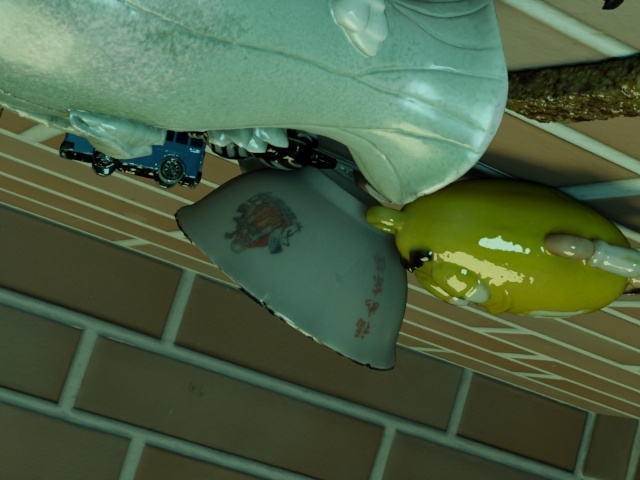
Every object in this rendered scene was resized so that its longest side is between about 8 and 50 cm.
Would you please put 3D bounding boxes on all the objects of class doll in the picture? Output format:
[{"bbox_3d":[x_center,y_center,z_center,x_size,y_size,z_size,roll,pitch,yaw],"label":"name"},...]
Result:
[{"bbox_3d":[-0.073,-0.125,1.565,0.219,0.067,0.091,16,175,39],"label":"doll"},{"bbox_3d":[0.296,0.025,1.550,0.423,0.161,0.348,6,171,21],"label":"doll"}]

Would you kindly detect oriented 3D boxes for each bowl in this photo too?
[{"bbox_3d":[0.000,0.000,1.611,0.345,0.157,0.345,35,-171,-6],"label":"bowl"}]

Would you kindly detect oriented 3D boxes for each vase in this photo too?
[{"bbox_3d":[-0.076,-0.168,0.903,0.445,0.249,0.250,18,170,-31],"label":"vase"}]

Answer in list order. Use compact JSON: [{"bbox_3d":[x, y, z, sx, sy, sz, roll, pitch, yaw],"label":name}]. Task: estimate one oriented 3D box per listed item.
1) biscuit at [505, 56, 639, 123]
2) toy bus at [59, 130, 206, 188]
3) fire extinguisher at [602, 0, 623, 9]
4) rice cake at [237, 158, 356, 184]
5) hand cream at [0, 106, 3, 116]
[{"bbox_3d":[0.240,-0.130,1.114,0.064,0.034,0.199,22,169,-33],"label":"biscuit"},{"bbox_3d":[-0.243,-0.132,1.674,0.185,0.106,0.090,13,174,-11],"label":"toy bus"},{"bbox_3d":[0.091,-0.215,0.640,0.341,0.141,0.105,23,-165,-32],"label":"fire extinguisher"},{"bbox_3d":[-0.030,-0.085,1.785,0.189,0.037,0.198,16,170,0],"label":"rice cake"},{"bbox_3d":[-0.468,-0.201,1.781,0.084,0.084,0.203,21,162,-26],"label":"hand cream"}]
